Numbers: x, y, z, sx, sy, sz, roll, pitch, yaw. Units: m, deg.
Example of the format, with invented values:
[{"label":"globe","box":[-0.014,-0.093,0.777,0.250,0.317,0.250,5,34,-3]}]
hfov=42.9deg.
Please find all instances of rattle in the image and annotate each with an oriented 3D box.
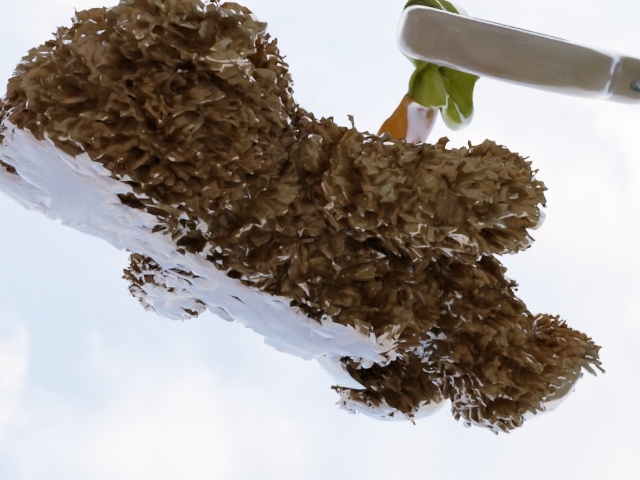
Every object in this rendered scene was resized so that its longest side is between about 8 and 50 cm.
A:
[{"label":"rattle","box":[0.131,-0.060,0.466,0.199,0.130,0.143,15,-88,-1]}]

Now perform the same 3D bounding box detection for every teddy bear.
[{"label":"teddy bear","box":[0.000,0.000,0.424,0.338,0.245,0.113,29,-117,-14]}]
